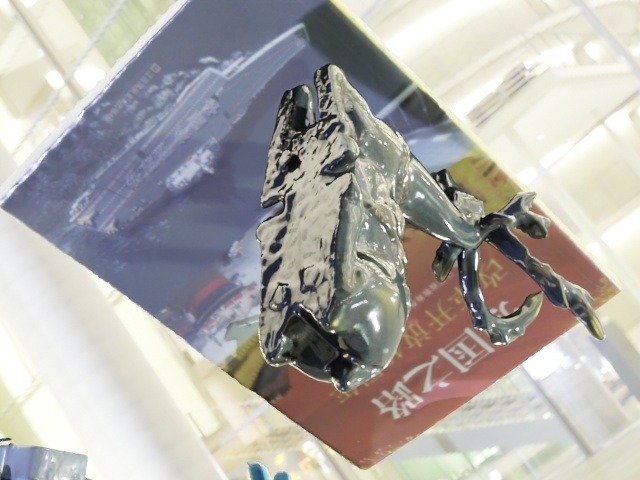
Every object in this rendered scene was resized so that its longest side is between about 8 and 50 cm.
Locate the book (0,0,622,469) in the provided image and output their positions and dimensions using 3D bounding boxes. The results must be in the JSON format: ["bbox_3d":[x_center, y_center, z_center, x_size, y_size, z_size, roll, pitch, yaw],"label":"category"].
[{"bbox_3d":[0.000,0.000,0.679,0.262,0.374,0.028,-41,24,20],"label":"book"}]

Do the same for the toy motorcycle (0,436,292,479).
[{"bbox_3d":[-0.122,0.208,0.664,0.182,0.123,0.272,-10,-23,36],"label":"toy motorcycle"}]

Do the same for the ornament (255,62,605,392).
[{"bbox_3d":[0.076,0.025,0.562,0.236,0.202,0.080,30,-46,-34],"label":"ornament"}]
